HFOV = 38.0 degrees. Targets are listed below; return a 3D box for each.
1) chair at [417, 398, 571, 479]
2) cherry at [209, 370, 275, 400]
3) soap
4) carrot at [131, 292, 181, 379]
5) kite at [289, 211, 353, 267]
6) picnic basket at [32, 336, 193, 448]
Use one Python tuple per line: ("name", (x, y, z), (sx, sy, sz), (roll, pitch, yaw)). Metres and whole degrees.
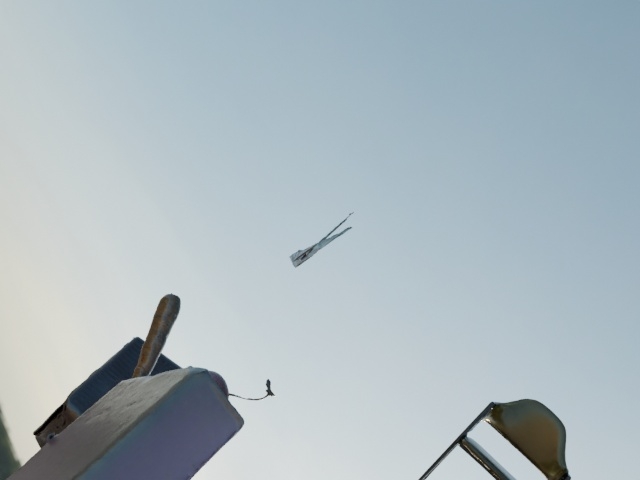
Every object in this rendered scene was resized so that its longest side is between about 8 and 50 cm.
("chair", (0.267, 0.352, 1.408), (0.159, 0.247, 0.172), (44, 4, 13))
("cherry", (-0.226, 0.349, 2.182), (0.107, 0.226, 0.090), (-130, -137, -52))
("soap", (-0.271, 0.282, 1.111), (0.107, 0.296, 0.285), (54, -31, -10))
("carrot", (-0.242, 0.147, 1.369), (0.036, 0.165, 0.035), (11, -36, 8))
("kite", (0.000, 0.001, 1.357), (0.137, 0.152, 0.005), (-24, -77, 41))
("picnic basket", (-0.383, 0.302, 1.690), (0.129, 0.297, 0.222), (47, -50, -1))
